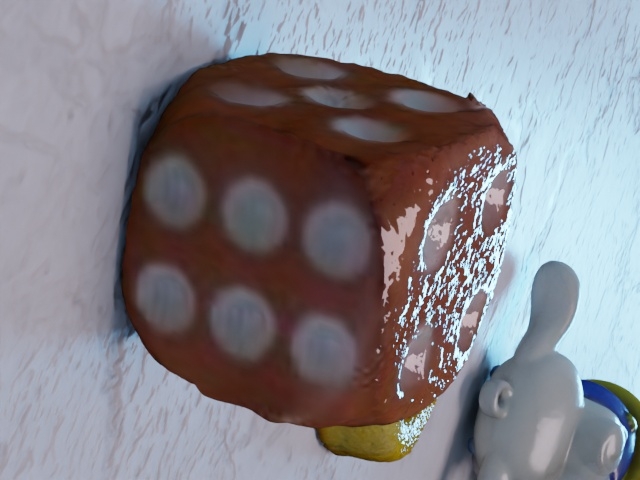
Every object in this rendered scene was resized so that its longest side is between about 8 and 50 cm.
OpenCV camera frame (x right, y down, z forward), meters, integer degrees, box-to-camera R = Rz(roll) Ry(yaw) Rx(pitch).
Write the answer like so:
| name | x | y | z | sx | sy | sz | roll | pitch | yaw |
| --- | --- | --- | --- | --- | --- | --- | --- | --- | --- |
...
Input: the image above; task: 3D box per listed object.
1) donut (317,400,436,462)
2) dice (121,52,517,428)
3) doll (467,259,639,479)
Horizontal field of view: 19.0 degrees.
| name | x | y | z | sx | sy | sz | roll | pitch | yaw |
| --- | --- | --- | --- | --- | --- | --- | --- | --- | --- |
| donut | 0.052 | 0.105 | 1.464 | 0.152 | 0.058 | 0.152 | 17 | 90 | -71 |
| dice | 0.000 | 0.000 | 1.085 | 0.179 | 0.175 | 0.174 | -34 | 138 | -60 |
| doll | 0.220 | 0.218 | 1.823 | 0.311 | 0.159 | 0.243 | -56 | 154 | -30 |
